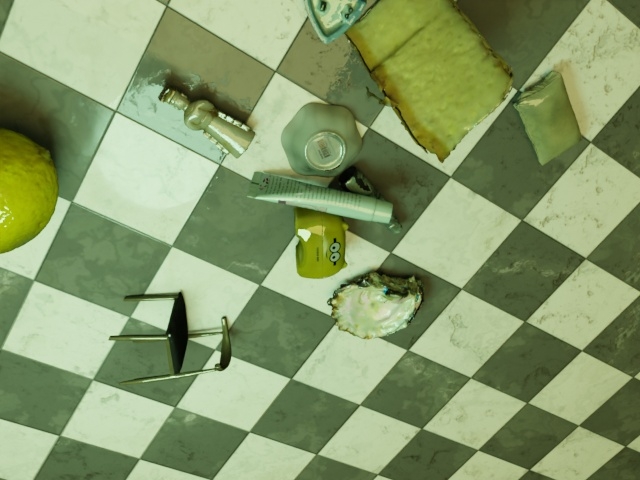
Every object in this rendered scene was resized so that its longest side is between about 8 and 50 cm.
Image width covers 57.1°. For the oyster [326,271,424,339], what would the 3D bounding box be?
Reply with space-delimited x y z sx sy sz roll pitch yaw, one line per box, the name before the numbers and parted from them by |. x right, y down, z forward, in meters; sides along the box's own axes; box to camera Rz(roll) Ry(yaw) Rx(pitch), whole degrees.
oyster | 0.154 0.167 1.570 0.259 0.092 0.198 -20 122 15

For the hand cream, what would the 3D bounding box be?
hand cream | 0.002 -0.099 1.346 0.330 0.085 0.058 13 141 -4

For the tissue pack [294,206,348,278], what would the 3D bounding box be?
tissue pack | 0.000 0.000 1.419 0.127 0.123 0.178 -3 122 -6

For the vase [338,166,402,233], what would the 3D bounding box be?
vase | 0.128 -0.087 1.420 0.060 0.060 0.211 -38 118 15

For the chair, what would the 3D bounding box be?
chair | -0.367 0.243 1.485 0.271 0.188 0.167 -1 122 -3

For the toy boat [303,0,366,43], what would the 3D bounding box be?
toy boat | 0.050 -0.537 1.093 0.145 0.133 0.332 11 119 -15

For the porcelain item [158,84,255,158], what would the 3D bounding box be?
porcelain item | -0.247 -0.262 1.264 0.213 0.054 0.084 32 110 -25

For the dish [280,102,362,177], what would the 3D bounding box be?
dish | 0.006 -0.211 1.325 0.190 0.066 0.191 -4 122 -6

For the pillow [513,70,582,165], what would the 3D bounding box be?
pillow | 0.531 -0.280 1.365 0.119 0.053 0.208 -30 124 13

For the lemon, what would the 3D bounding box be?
lemon | -0.670 -0.099 1.194 0.267 0.267 0.268 -4 122 -6

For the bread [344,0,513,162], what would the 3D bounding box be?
bread | 0.196 -0.350 1.138 0.248 0.315 0.279 -39 109 14
